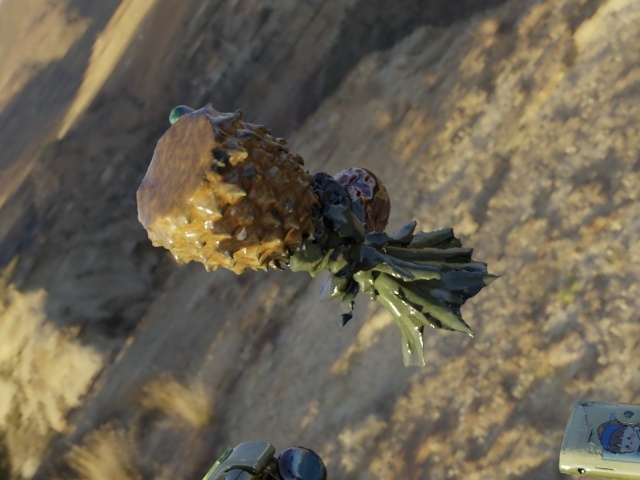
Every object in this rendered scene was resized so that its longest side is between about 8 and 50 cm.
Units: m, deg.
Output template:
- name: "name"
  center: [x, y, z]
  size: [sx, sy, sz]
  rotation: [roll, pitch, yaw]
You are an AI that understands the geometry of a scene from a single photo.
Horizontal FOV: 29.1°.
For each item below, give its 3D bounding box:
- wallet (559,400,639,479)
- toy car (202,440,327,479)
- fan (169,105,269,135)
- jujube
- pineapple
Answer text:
- name: "wallet"
  center: [0.385, 0.250, 1.542]
  size: [0.110, 0.155, 0.039]
  rotation: [-65, -31, -42]
- name: "toy car"
  center: [-0.054, 0.367, 1.361]
  size: [0.198, 0.248, 0.204]
  rotation: [-49, -5, -49]
- name: "fan"
  center: [-0.124, -0.137, 1.614]
  size: [0.082, 0.155, 0.039]
  rotation: [150, 144, -76]
- name: "jujube"
  center: [0.036, -0.026, 1.288]
  size: [0.077, 0.077, 0.129]
  rotation: [-51, 11, 26]
- name: "pineapple"
  center: [0.000, 0.000, 0.914]
  size: [0.130, 0.277, 0.119]
  rotation: [19, 83, 59]
